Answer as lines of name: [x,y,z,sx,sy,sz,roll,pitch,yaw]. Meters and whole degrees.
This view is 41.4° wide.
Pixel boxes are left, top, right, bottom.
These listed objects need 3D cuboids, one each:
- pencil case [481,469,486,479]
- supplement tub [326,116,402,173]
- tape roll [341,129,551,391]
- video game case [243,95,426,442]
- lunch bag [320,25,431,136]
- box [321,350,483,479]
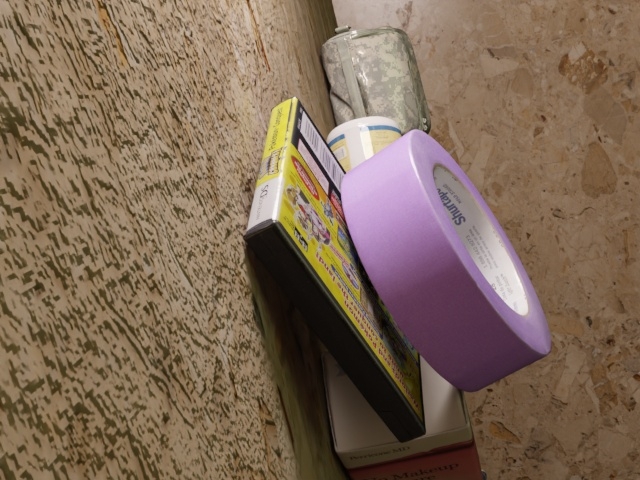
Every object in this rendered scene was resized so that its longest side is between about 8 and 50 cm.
pencil case: [0.347,0.731,1.977,0.183,0.160,0.410,95,-9,-49]
supplement tub: [0.096,-0.113,1.569,0.144,0.144,0.199,53,26,-74]
tape roll: [0.137,0.019,0.907,0.275,0.090,0.274,47,22,-26]
video game case: [0.024,0.022,0.842,0.275,0.035,0.248,55,21,-28]
lunch bag: [0.117,-0.340,1.972,0.256,0.213,0.305,-26,103,-66]
box: [0.103,0.222,0.998,0.232,0.149,0.126,67,12,-53]
